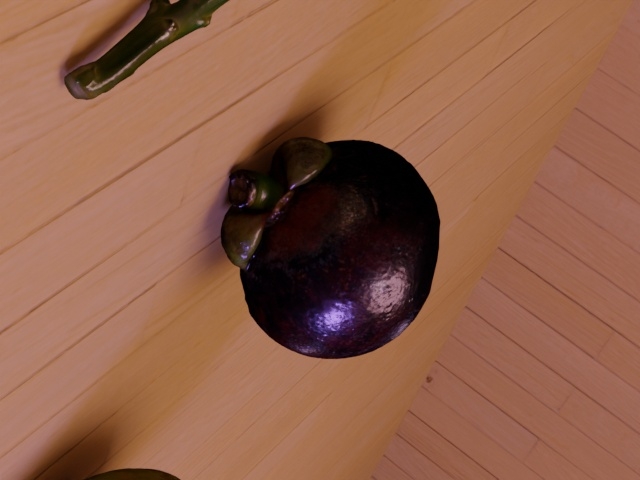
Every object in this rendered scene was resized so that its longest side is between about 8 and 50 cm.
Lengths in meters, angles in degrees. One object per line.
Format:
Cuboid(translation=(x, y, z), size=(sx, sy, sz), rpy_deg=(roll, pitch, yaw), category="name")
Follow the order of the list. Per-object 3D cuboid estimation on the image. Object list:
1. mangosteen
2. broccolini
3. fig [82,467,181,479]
Cuboid(translation=(0.004, 0.008, 1.216), size=(0.216, 0.216, 0.216), rpy_deg=(-48, 164, -18), category="mangosteen")
Cuboid(translation=(-0.075, -0.160, 0.836), size=(0.216, 0.058, 0.067), rpy_deg=(-42, 123, -27), category="broccolini")
Cuboid(translation=(-0.217, 0.374, 1.254), size=(0.326, 0.258, 0.258), rpy_deg=(-32, 162, -7), category="fig")
